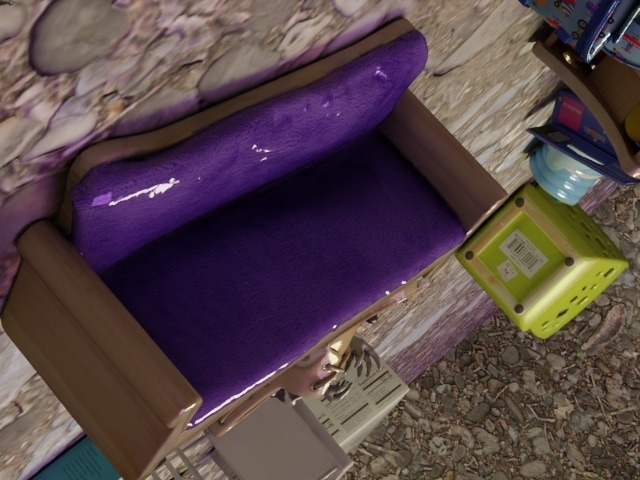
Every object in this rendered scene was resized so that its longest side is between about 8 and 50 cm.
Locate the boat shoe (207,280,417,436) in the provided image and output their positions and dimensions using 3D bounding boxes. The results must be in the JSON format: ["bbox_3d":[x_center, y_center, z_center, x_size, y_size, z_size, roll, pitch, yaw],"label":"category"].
[{"bbox_3d":[-0.015,0.112,1.142,0.302,0.098,0.109,-30,176,24],"label":"boat shoe"}]

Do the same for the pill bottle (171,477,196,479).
[{"bbox_3d":[-0.262,0.505,1.802,0.130,0.130,0.245,-24,158,-54],"label":"pill bottle"}]

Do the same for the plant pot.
[{"bbox_3d":[0.399,0.032,2.037,0.227,0.228,0.207,-46,160,16],"label":"plant pot"}]

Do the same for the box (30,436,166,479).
[{"bbox_3d":[-0.275,0.277,1.152,0.244,0.060,0.100,-38,167,-18],"label":"box"}]

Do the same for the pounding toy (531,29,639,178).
[{"bbox_3d":[0.332,-0.201,1.139,0.154,0.269,0.155,18,129,-29],"label":"pounding toy"}]

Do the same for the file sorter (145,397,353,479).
[{"bbox_3d":[-0.120,0.311,1.448,0.173,0.193,0.277,-31,164,-32],"label":"file sorter"}]

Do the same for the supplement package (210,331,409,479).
[{"bbox_3d":[-0.018,0.304,1.834,0.262,0.145,0.204,-29,162,-44],"label":"supplement package"}]

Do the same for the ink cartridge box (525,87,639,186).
[{"bbox_3d":[0.456,-0.163,1.509,0.311,0.186,0.065,-17,130,-31],"label":"ink cartridge box"}]

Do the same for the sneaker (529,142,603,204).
[{"bbox_3d":[0.445,-0.163,1.737,0.319,0.127,0.208,-19,153,-39],"label":"sneaker"}]

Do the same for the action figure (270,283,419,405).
[{"bbox_3d":[0.006,0.121,1.314,0.276,0.141,0.164,-39,179,-22],"label":"action figure"}]

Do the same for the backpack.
[{"bbox_3d":[0.265,-0.211,0.899,0.117,0.173,0.158,-34,166,-33],"label":"backpack"}]

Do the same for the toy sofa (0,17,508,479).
[{"bbox_3d":[-0.023,-0.006,0.765,0.362,0.150,0.177,-30,164,-42],"label":"toy sofa"}]
